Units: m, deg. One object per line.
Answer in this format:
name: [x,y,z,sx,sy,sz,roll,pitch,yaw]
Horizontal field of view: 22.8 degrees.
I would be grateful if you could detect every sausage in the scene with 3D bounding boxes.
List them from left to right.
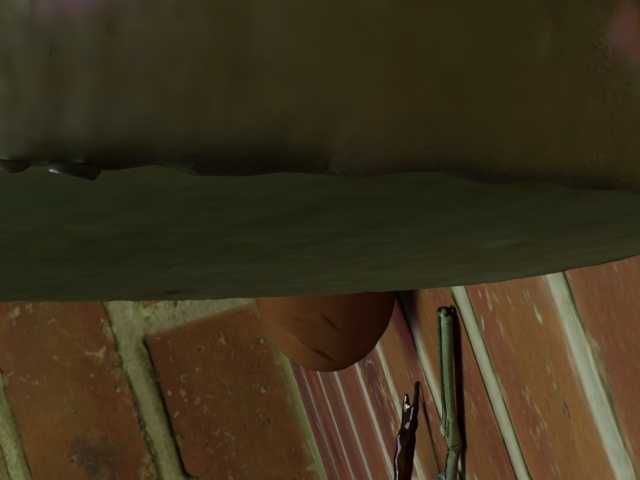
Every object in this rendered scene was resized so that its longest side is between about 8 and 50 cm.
sausage: [0.000,0.000,1.239,0.304,0.121,0.121,83,167,-63]

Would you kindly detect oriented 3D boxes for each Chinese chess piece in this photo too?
Chinese chess piece: [-0.047,-0.063,0.482,0.349,0.349,0.146,119,149,-81]

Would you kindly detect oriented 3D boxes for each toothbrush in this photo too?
toothbrush: [0.098,0.137,1.228,0.294,0.028,0.026,89,162,-52]

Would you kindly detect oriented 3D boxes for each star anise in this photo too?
star anise: [0.077,0.213,1.425,0.140,0.158,0.144,130,156,-71]
